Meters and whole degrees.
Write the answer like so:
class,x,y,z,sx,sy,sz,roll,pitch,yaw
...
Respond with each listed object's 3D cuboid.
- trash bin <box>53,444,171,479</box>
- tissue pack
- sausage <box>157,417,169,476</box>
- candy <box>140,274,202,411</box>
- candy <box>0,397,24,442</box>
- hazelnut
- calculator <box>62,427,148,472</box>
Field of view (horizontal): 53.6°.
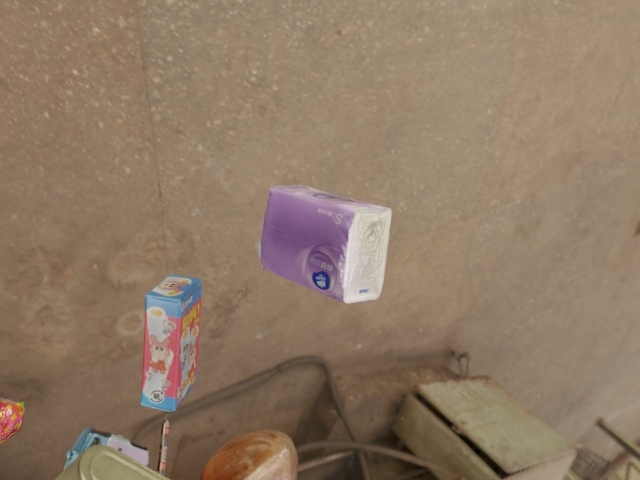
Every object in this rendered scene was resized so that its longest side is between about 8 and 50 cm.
class,x,y,z,sx,sy,sz,roll,pitch,yaw
trash bin,-0.404,0.511,1.167,0.243,0.121,0.247,36,114,-17
tissue pack,0.000,0.000,1.625,0.160,0.338,0.242,-4,106,-44
sausage,-0.479,0.640,1.929,0.025,0.198,0.028,-11,155,22
candy,-0.375,0.255,1.600,0.157,0.100,0.305,-57,156,-70
candy,-0.855,0.547,1.627,0.124,0.365,0.124,-5,119,-9
hazelnut,-0.126,0.443,1.165,0.176,0.214,0.214,33,97,-16
calculator,-0.607,0.636,1.801,0.293,0.051,0.172,45,58,-48
